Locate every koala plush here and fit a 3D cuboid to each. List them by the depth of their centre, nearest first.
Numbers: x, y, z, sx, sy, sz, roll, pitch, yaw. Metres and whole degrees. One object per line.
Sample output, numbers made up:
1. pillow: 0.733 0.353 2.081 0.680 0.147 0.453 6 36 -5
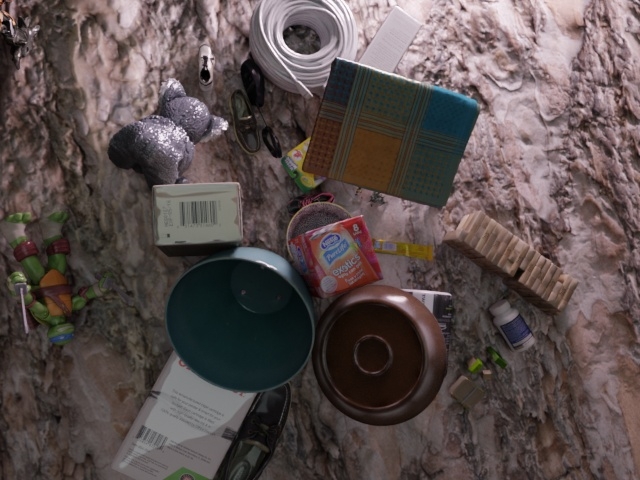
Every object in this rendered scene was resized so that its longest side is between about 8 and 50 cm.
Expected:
1. koala plush: -0.318 -0.228 1.244 0.196 0.203 0.221 40 67 -5

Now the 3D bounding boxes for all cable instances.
1. cable: -0.039 -0.476 1.359 0.257 0.089 0.257 40 78 -4

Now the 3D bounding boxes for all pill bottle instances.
1. pill bottle: 0.230 0.239 1.322 0.130 0.130 0.246 6 84 -10
2. pill bottle: 0.463 0.206 1.401 0.067 0.067 0.120 -33 92 -12

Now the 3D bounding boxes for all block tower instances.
1. block tower: 0.469 0.054 1.405 0.335 0.091 0.097 33 79 -7

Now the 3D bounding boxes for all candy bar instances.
1. candy bar: 0.198 0.021 1.393 0.161 0.018 0.040 7 80 -10

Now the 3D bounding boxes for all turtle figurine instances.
1. turtle figurine: -0.517 0.060 1.154 0.197 0.274 0.266 -18 79 -27

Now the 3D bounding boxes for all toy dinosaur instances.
1. toy dinosaur: -0.698 -0.445 1.165 0.164 0.218 0.322 15 82 -10

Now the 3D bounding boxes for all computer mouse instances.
1. computer mouse: -0.128 -0.306 1.338 0.041 0.071 0.242 -19 90 -26

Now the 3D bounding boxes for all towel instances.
1. towel: 0.165 -0.240 1.327 0.370 0.040 0.271 12 107 -17

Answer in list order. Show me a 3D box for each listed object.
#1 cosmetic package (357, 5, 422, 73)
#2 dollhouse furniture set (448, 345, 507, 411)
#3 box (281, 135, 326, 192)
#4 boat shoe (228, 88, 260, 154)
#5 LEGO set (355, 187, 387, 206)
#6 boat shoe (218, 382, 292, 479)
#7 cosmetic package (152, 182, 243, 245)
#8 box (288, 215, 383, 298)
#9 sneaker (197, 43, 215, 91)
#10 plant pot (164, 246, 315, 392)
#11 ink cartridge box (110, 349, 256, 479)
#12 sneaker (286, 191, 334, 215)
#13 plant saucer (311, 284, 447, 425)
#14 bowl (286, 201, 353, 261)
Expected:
1. cosmetic package: 0.138 -0.426 1.373 0.085 0.117 0.231 31 82 -8
2. dollhouse furniture set: 0.377 0.329 1.397 0.076 0.058 0.152 39 99 -12
3. box: 0.001 -0.198 1.364 0.179 0.043 0.105 -38 93 -14
4. boat shoe: -0.177 -0.275 1.333 0.056 0.049 0.152 -21 89 -12
5. LEGO set: 0.126 -0.108 1.388 0.083 0.023 0.054 4 84 -10
6. boat shoe: -0.137 0.434 1.254 0.103 0.092 0.285 28 81 -7
7. cosmetic package: -0.245 -0.033 1.167 0.160 0.309 0.113 -3 86 -12
8. box: 0.022 0.036 1.155 0.122 0.257 0.128 -18 90 -10
9. sneaker: -0.263 -0.403 1.332 0.040 0.044 0.109 -4 84 -9
10. plant pot: -0.141 0.131 1.171 0.290 0.195 0.290 3 111 8
11. ink cartridge box: -0.280 0.380 1.221 0.198 0.115 0.273 29 80 -7
12. sneaker: -0.022 -0.090 1.342 0.119 0.057 0.047 -16 90 -10
13. plant saucer: 0.118 0.251 1.267 0.310 0.050 0.311 -3 82 20
14. bowl: 0.000 0.000 1.326 0.170 0.080 0.170 1 86 -11
